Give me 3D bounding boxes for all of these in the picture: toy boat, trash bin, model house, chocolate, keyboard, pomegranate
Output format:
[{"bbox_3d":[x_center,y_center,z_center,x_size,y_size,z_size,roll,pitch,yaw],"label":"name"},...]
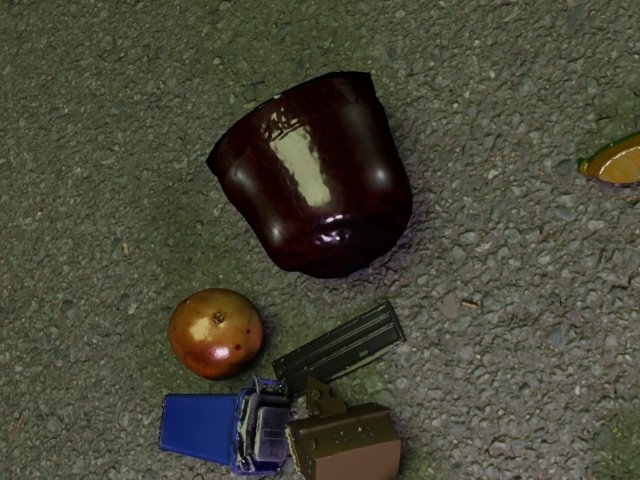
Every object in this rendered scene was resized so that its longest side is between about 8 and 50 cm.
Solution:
[{"bbox_3d":[0.577,-0.159,1.630,0.229,0.089,0.088,-19,27,18],"label":"toy boat"},{"bbox_3d":[-0.185,0.353,1.753,0.234,0.162,0.184,-1,77,31],"label":"trash bin"},{"bbox_3d":[0.020,0.350,1.675,0.181,0.176,0.248,-8,37,-19],"label":"model house"},{"bbox_3d":[0.014,-0.097,1.730,0.383,0.383,0.331,-32,80,12],"label":"chocolate"},{"bbox_3d":[0.076,0.191,1.758,0.381,0.041,0.103,-31,64,19],"label":"keyboard"},{"bbox_3d":[-0.211,0.184,1.804,0.191,0.191,0.191,-8,70,22],"label":"pomegranate"}]
